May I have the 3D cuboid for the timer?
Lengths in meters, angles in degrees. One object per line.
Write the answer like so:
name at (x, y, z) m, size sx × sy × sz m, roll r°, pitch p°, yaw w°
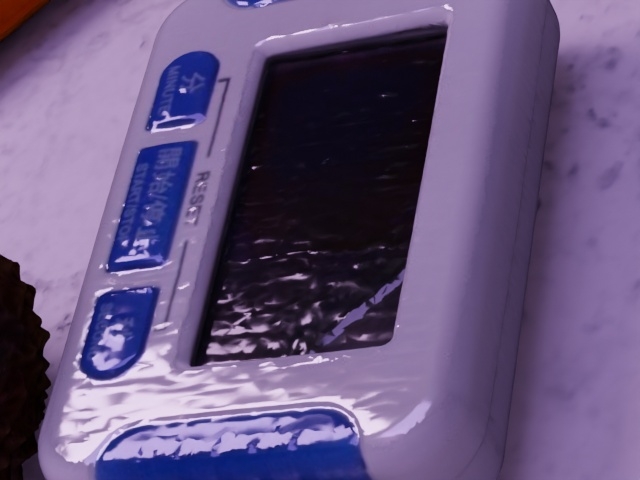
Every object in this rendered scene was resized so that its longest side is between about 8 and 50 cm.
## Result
timer at (0.000, 0.000, 0.752) m, size 0.178 × 0.078 × 0.253 m, roll -7°, pitch 51°, yaw 26°

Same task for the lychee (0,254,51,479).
lychee at (-0.198, 0.053, 0.769) m, size 0.188 × 0.188 × 0.188 m, roll -18°, pitch 45°, yaw 19°

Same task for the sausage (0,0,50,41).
sausage at (-0.161, -0.168, 1.000) m, size 0.312 × 0.093 × 0.093 m, roll -41°, pitch 42°, yaw -6°
